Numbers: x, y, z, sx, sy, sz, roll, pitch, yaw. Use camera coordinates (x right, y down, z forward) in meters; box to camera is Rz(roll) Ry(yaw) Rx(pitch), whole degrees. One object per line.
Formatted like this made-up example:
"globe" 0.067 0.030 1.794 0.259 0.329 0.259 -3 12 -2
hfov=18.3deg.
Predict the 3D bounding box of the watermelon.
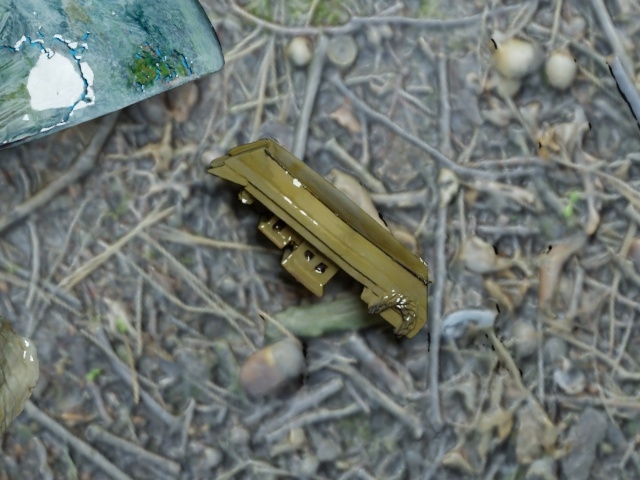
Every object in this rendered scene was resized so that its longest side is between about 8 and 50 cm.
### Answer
"watermelon" -0.233 -0.158 1.393 0.322 0.188 0.175 -18 101 -9

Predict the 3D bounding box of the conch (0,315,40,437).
"conch" -0.328 0.048 1.405 0.291 0.210 0.159 9 121 -22

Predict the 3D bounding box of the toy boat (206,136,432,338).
"toy boat" 0.000 0.000 1.516 0.206 0.064 0.072 39 109 -9
